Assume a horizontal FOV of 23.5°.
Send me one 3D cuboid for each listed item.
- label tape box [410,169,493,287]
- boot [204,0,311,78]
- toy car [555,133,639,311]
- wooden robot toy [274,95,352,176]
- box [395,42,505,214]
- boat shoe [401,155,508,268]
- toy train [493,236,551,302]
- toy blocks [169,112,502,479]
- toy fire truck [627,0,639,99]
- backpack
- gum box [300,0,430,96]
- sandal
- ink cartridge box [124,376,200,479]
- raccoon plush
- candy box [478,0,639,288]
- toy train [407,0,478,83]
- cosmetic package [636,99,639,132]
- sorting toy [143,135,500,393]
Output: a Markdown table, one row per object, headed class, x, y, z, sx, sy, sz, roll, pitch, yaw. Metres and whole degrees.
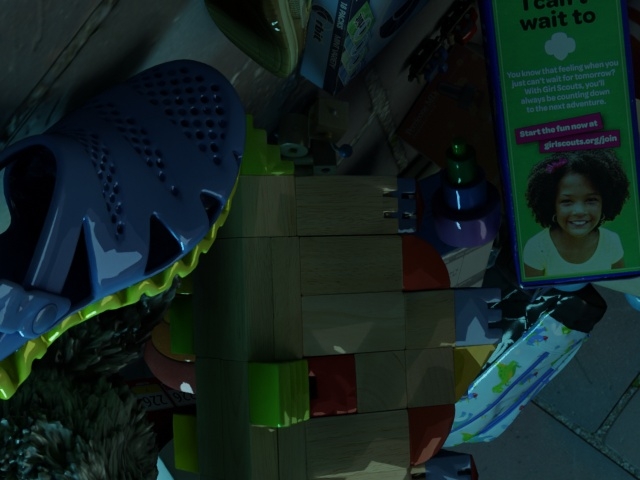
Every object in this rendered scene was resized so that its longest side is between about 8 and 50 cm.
| class | x | y | z | sx | sy | sz | roll | pitch | yaw |
| --- | --- | --- | --- | --- | --- | --- | --- | --- | --- |
| label tape box | 0.048 | 0.102 | 1.711 | 0.240 | 0.106 | 0.334 | -24 | 148 | -23 |
| boot | -0.006 | -0.215 | 1.035 | 0.165 | 0.077 | 0.213 | -52 | 163 | -16 |
| toy car | 0.385 | -0.060 | 1.906 | 0.219 | 0.210 | 0.238 | 67 | 40 | -72 |
| wooden robot toy | -0.010 | -0.096 | 1.377 | 0.173 | 0.076 | 0.079 | 99 | -6 | -67 |
| box | 0.195 | -0.122 | 1.722 | 0.130 | 0.170 | 0.091 | -57 | 167 | 15 |
| boat shoe | 0.188 | -0.037 | 1.948 | 0.500 | 0.156 | 0.187 | -45 | 166 | -27 |
| toy train | 0.262 | -0.018 | 1.679 | 0.105 | 0.080 | 0.184 | -35 | 159 | -35 |
| toy blocks | 0.033 | 0.090 | 1.282 | 0.260 | 0.381 | 0.190 | -2 | 179 | -30 |
| toy fire truck | 0.345 | -0.286 | 1.604 | 0.302 | 0.254 | 0.169 | -63 | 169 | -13 |
| backpack | 0.209 | 0.134 | 2.179 | 0.355 | 0.290 | 0.273 | -45 | 142 | 9 |
| gum box | 0.060 | -0.230 | 1.287 | 0.184 | 0.041 | 0.157 | -48 | 165 | -28 |
| sandal | -0.157 | -0.016 | 0.933 | 0.317 | 0.126 | 0.138 | -47 | 161 | -33 |
| ink cartridge box | -0.034 | 0.254 | 1.457 | 0.309 | 0.272 | 0.130 | -5 | 136 | -44 |
| raccoon plush | -0.142 | 0.214 | 1.149 | 0.446 | 0.299 | 0.216 | -61 | 164 | 26 |
| candy box | 0.208 | -0.140 | 1.362 | 0.268 | 0.122 | 0.317 | -62 | 144 | -79 |
| toy train | 0.145 | -0.222 | 1.596 | 0.158 | 0.036 | 0.027 | -51 | 166 | -10 |
| cosmetic package | 0.365 | -0.253 | 1.765 | 0.309 | 0.160 | 0.113 | -50 | 157 | 17 |
| sorting toy | 0.000 | 0.000 | 1.382 | 0.365 | 0.127 | 0.126 | -25 | 132 | -15 |
